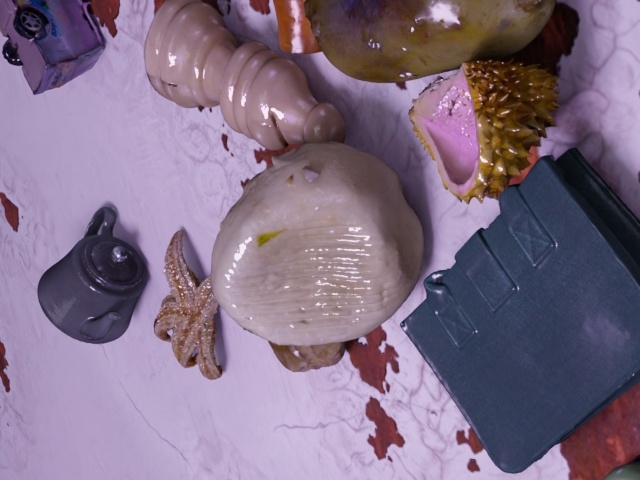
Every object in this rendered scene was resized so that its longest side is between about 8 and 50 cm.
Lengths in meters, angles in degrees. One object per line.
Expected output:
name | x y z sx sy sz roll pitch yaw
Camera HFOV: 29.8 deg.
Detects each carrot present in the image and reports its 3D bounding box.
carrot | -0.026 -0.320 1.427 0.087 0.087 0.193 17 129 45

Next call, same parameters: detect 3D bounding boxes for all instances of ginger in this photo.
ginger | -0.040 0.047 1.571 0.116 0.109 0.263 8 111 63

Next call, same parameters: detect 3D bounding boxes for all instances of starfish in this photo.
starfish | -0.192 0.099 1.809 0.216 0.071 0.238 56 133 10

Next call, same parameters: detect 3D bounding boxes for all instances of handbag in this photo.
handbag | 0.234 0.081 1.279 0.238 0.089 0.326 56 140 18

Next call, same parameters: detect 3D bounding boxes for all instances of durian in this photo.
durian | 0.162 -0.123 1.208 0.132 0.165 0.182 41 136 0

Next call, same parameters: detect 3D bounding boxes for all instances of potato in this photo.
potato | 0.103 -0.264 1.220 0.307 0.173 0.210 -17 89 49

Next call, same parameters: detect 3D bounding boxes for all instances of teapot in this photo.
teapot | -0.348 0.050 1.917 0.149 0.162 0.239 -50 36 38

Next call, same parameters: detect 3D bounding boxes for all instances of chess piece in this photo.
chess piece | -0.086 -0.197 1.532 0.307 0.124 0.139 31 95 34

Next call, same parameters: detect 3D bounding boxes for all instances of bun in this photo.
bun | 0.000 0.000 1.432 0.160 0.259 0.259 -92 10 -58

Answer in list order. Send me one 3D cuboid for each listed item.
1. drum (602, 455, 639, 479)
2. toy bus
drum | 0.340 0.225 1.241 0.130 0.049 0.253 19 119 44
toy bus | -0.452 -0.386 1.861 0.317 0.138 0.112 62 146 9
